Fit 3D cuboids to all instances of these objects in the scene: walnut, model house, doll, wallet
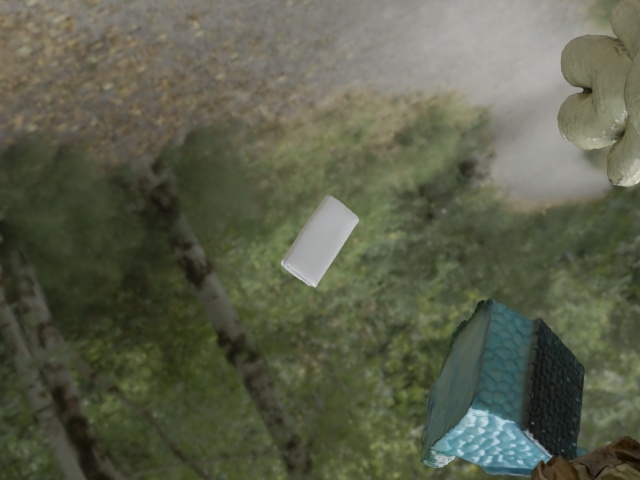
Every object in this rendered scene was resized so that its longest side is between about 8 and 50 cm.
[{"bbox_3d":[0.379,0.356,1.477,0.204,0.238,0.141,-64,171,-58],"label":"walnut"},{"bbox_3d":[0.320,0.263,1.874,0.226,0.241,0.261,116,-6,-49],"label":"model house"},{"bbox_3d":[0.343,-0.160,1.189,0.149,0.175,0.278,-35,-160,-13],"label":"doll"},{"bbox_3d":[0.000,0.000,1.583,0.122,0.061,0.025,-57,-171,-21],"label":"wallet"}]
